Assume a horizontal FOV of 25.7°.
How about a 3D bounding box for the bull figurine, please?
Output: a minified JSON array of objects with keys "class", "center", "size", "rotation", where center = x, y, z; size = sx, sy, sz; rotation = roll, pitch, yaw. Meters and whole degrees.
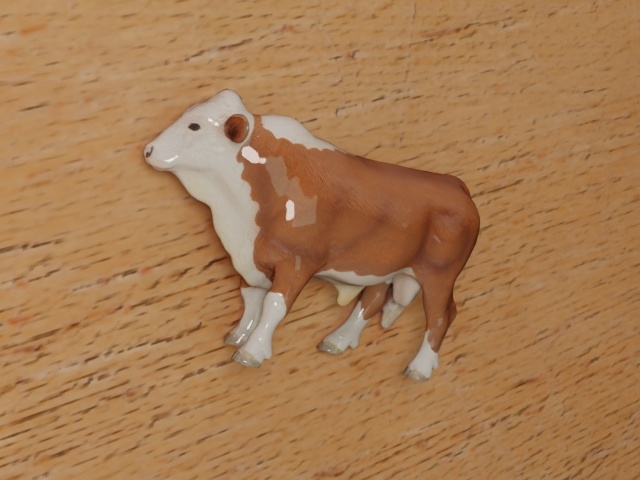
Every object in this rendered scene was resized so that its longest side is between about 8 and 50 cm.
[{"class":"bull figurine","center":[0.000,0.000,1.072],"size":[0.310,0.101,0.188],"rotation":[11,97,-37]}]
